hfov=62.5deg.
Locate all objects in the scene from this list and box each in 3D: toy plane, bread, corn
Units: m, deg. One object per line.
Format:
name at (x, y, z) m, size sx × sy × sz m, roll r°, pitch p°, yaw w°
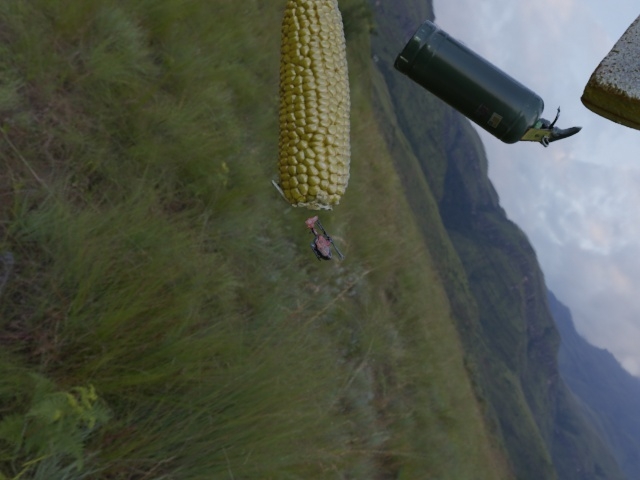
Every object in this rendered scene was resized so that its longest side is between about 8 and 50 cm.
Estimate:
toy plane at (0.000, 0.000, 1.350) m, size 0.145 × 0.060 × 0.037 m, roll 59°, pitch -3°, yaw 24°
bread at (0.695, -0.355, 1.123) m, size 0.184 × 0.234 × 0.110 m, roll 36°, pitch -11°, yaw 26°
corn at (-0.008, -0.166, 0.644) m, size 0.091 × 0.091 × 0.260 m, roll -11°, pitch 102°, yaw -58°

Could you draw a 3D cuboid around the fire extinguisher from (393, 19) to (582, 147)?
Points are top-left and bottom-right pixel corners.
fire extinguisher at (0.280, -0.251, 0.891) m, size 0.311 × 0.095 × 0.114 m, roll 36°, pitch -32°, yaw 1°
